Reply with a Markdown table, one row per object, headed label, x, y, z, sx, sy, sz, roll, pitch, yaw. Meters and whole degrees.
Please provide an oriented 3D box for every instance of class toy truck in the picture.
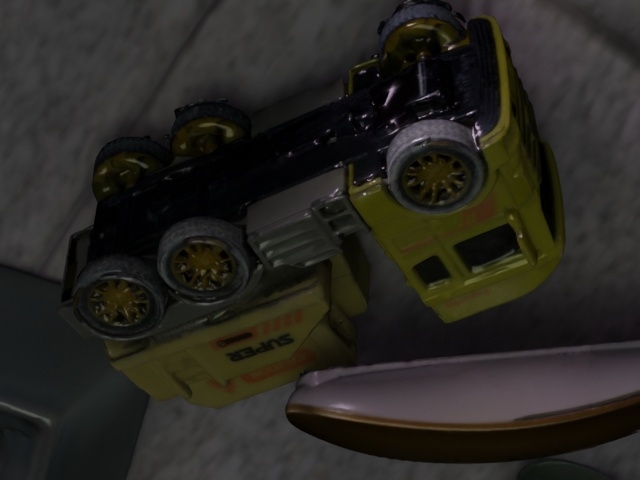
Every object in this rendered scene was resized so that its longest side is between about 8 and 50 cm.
| label | x | y | z | sx | sy | sz | roll | pitch | yaw |
| --- | --- | --- | --- | --- | --- | --- | --- | --- | --- |
| toy truck | 0.000 | 0.000 | 1.002 | 0.272 | 0.124 | 0.157 | -22 | 129 | 19 |

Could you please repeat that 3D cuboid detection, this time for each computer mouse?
| label | x | y | z | sx | sy | sz | roll | pitch | yaw |
| --- | --- | --- | --- | --- | --- | --- | --- | --- | --- |
| computer mouse | 0.104 | 0.092 | 1.024 | 0.245 | 0.126 | 0.056 | -6 | 77 | -1 |

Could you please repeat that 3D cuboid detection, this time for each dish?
| label | x | y | z | sx | sy | sz | roll | pitch | yaw |
| --- | --- | --- | --- | --- | --- | --- | --- | --- | --- |
| dish | -0.230 | 0.100 | 1.101 | 0.243 | 0.080 | 0.182 | 17 | 115 | -2 |

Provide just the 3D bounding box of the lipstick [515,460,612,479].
| label | x | y | z | sx | sy | sz | roll | pitch | yaw |
| --- | --- | --- | --- | --- | --- | --- | --- | --- | --- |
| lipstick | 0.112 | 0.277 | 1.139 | 0.076 | 0.076 | 0.304 | 14 | 116 | 1 |
